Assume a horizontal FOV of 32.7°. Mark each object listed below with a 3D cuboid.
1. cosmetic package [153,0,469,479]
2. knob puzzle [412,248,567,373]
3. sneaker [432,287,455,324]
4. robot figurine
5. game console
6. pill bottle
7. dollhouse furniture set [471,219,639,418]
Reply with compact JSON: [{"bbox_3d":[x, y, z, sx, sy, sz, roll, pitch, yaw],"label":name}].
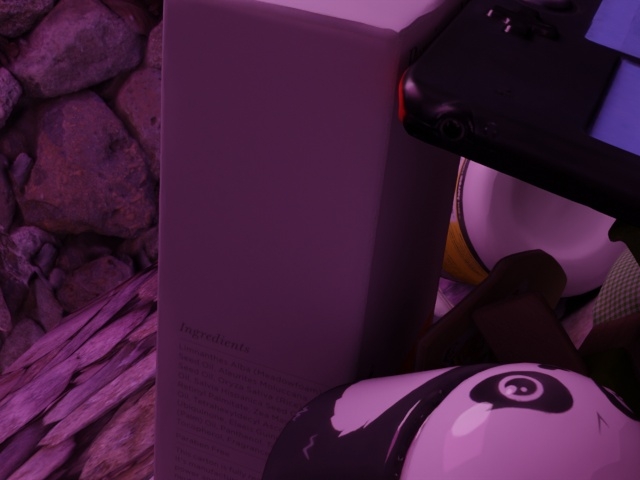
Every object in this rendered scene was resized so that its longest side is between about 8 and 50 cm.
[{"bbox_3d":[-0.003,0.007,0.844,0.161,0.453,0.230,16,32,17],"label":"cosmetic package"},{"bbox_3d":[0.131,0.078,0.880,0.213,0.030,0.213,-36,-36,-31],"label":"knob puzzle"},{"bbox_3d":[0.093,0.085,1.204,0.083,0.084,0.215,-38,1,-12],"label":"sneaker"},{"bbox_3d":[0.071,0.157,0.636,0.209,0.173,0.278,-43,13,-31],"label":"robot figurine"},{"bbox_3d":[0.270,-0.077,0.699,0.342,0.387,0.060,-49,-22,-58],"label":"game console"},{"bbox_3d":[0.187,-0.042,1.176,0.188,0.188,0.334,-36,10,-11],"label":"pill bottle"},{"bbox_3d":[0.262,-0.001,0.842,0.197,0.151,0.301,-24,14,45],"label":"dollhouse furniture set"}]
